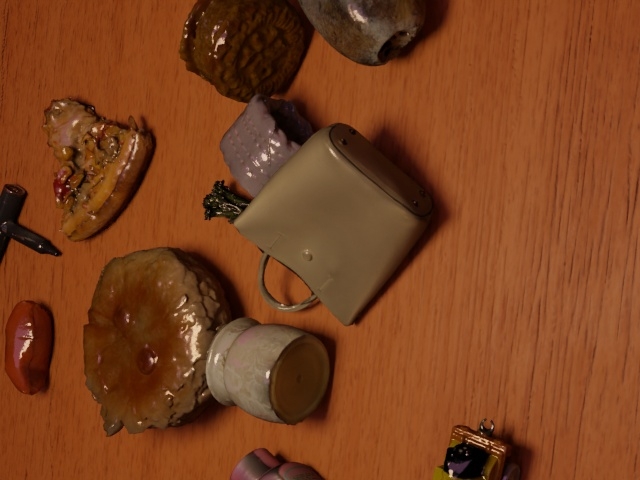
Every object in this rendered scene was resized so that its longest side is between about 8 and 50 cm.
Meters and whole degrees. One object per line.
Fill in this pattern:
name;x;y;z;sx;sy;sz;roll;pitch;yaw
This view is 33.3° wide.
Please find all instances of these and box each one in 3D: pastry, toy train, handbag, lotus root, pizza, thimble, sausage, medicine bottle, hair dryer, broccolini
pastry;-0.117;-0.307;1.650;0.103;0.189;0.188;38;111;34
toy train;0.189;0.345;1.422;0.089;0.127;0.219;18;100;36
handbag;0.000;0.000;1.570;0.241;0.109;0.315;42;116;2
lotus root;0.029;-0.392;1.572;0.158;0.140;0.322;-49;58;26
pizza;-0.408;-0.167;1.948;0.251;0.074;0.287;-25;75;32
pastry;-0.263;0.168;1.775;0.330;0.136;0.329;-4;84;38
thimble;-0.072;-0.140;1.647;0.118;0.127;0.151;-46;61;25
sausage;-0.557;0.204;2.038;0.089;0.089;0.179;-4;80;38
medicine bottle;-0.050;0.405;1.626;0.188;0.094;0.119;39;109;32
hair dryer;-0.585;0.010;2.096;0.195;0.050;0.173;38;114;29
medicine bottle;-0.081;0.196;1.627;0.143;0.147;0.147;11;95;41
broccolini;-0.105;-0.034;1.718;0.201;0.074;0.058;26;141;24
